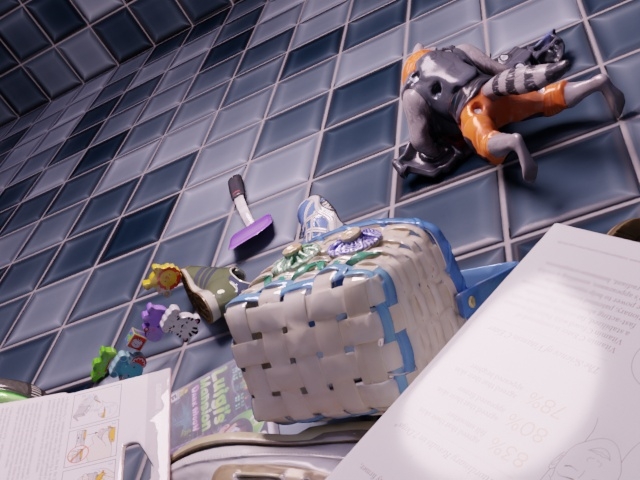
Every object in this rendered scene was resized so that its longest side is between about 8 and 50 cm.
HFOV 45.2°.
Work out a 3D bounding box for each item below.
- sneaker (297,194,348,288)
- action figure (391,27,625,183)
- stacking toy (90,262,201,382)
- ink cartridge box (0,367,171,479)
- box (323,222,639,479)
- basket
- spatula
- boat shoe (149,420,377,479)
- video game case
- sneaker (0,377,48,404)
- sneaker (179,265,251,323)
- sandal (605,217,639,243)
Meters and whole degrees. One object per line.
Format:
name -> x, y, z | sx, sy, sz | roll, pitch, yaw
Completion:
sneaker -> 0.000, 0.000, 1.091 | 0.081, 0.080, 0.211 | -33, 29, -4
action figure -> 0.251, -0.229, 1.089 | 0.341, 0.179, 0.330 | -46, 42, -15
stacking toy -> -0.260, 0.154, 1.120 | 0.221, 0.052, 0.167 | -57, 28, 6
ink cartridge box -> -0.275, 0.278, 0.790 | 0.261, 0.066, 0.296 | -11, 35, -3
box -> 0.184, 0.176, 0.578 | 0.345, 0.168, 0.215 | -44, 32, -17
basket -> 0.062, 0.078, 0.823 | 0.254, 0.201, 0.289 | -15, -2, 31
spatula -> -0.137, -0.061, 1.359 | 0.084, 0.030, 0.296 | -31, 30, 4
boat shoe -> -0.059, 0.257, 0.753 | 0.302, 0.113, 0.103 | -19, 28, 22
video game case -> -0.133, 0.230, 0.952 | 0.173, 0.022, 0.190 | -29, 31, 8
sneaker -> -0.552, 0.255, 1.141 | 0.482, 0.185, 0.202 | -16, 33, 36
sneaker -> -0.153, 0.071, 1.168 | 0.086, 0.064, 0.192 | -22, 18, -17
sandal -> 0.284, 0.044, 0.782 | 0.180, 0.072, 0.049 | -46, 11, -11
